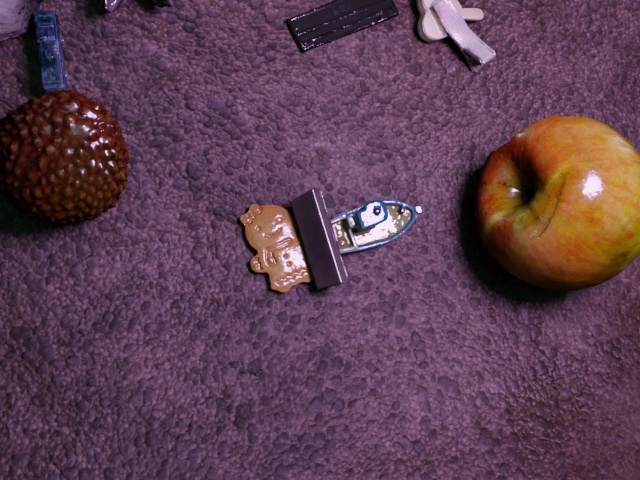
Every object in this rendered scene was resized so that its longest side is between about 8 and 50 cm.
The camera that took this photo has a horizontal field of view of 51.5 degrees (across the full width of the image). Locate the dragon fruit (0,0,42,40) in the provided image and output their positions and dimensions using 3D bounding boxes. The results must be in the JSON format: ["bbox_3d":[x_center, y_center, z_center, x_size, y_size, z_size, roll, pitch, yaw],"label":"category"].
[{"bbox_3d":[-0.628,-0.512,1.197,0.221,0.204,0.283,16,77,-5],"label":"dragon fruit"}]

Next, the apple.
[{"bbox_3d":[0.481,-0.072,1.300,0.339,0.339,0.340,2,78,-12],"label":"apple"}]

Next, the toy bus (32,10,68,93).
[{"bbox_3d":[-0.515,-0.356,1.268,0.047,0.065,0.166,-9,81,-14],"label":"toy bus"}]

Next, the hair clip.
[{"bbox_3d":[0.302,-0.480,1.472,0.159,0.071,0.218,-44,96,-19],"label":"hair clip"}]

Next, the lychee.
[{"bbox_3d":[-0.444,-0.144,1.151,0.235,0.271,0.236,18,59,-33],"label":"lychee"}]

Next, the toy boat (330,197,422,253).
[{"bbox_3d":[0.104,-0.033,1.322,0.215,0.102,0.088,-17,85,-16],"label":"toy boat"}]

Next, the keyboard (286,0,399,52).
[{"bbox_3d":[0.051,-0.488,1.445,0.250,0.017,0.087,-26,87,-15],"label":"keyboard"}]

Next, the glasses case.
[{"bbox_3d":[0.000,-0.002,1.287,0.042,0.072,0.191,-13,83,-41],"label":"glasses case"}]

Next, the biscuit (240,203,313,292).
[{"bbox_3d":[-0.080,0.011,1.311,0.133,0.027,0.184,-11,82,-13],"label":"biscuit"}]

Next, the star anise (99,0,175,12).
[{"bbox_3d":[-0.379,-0.582,1.320,0.331,0.117,0.332,3,70,-7],"label":"star anise"}]
